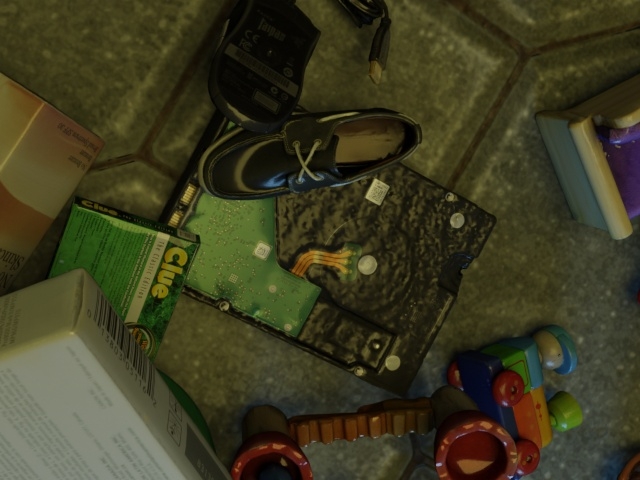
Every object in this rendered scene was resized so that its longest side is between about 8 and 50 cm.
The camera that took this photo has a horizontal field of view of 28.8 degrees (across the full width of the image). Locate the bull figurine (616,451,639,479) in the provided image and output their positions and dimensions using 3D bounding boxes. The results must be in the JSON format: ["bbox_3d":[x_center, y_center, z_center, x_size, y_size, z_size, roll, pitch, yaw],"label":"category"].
[{"bbox_3d":[0.491,0.377,1.583,0.188,0.101,0.310,-39,111,-13],"label":"bull figurine"}]

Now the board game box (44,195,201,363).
[{"bbox_3d":[-0.231,0.091,1.290,0.136,0.030,0.259,20,109,-14],"label":"board game box"}]

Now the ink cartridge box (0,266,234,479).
[{"bbox_3d":[-0.313,0.214,1.160,0.385,0.091,0.308,-19,127,13],"label":"ink cartridge box"}]

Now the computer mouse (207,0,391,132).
[{"bbox_3d":[-0.023,-0.189,1.293,0.184,0.060,0.262,27,55,-20],"label":"computer mouse"}]

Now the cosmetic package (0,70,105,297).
[{"bbox_3d":[-0.356,-0.019,1.185,0.129,0.153,0.296,33,89,16],"label":"cosmetic package"}]

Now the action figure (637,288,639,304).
[{"bbox_3d":[0.450,0.042,1.434,0.091,0.139,0.280,-19,147,-23],"label":"action figure"}]

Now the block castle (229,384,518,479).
[{"bbox_3d":[0.058,0.397,1.344,0.303,0.213,0.453,-5,105,-3],"label":"block castle"}]

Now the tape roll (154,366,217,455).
[{"bbox_3d":[-0.262,0.269,1.292,0.321,0.077,0.321,-4,111,-11],"label":"tape roll"}]

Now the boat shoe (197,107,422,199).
[{"bbox_3d":[-0.010,-0.091,1.280,0.233,0.079,0.084,-13,105,-14],"label":"boat shoe"}]

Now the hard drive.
[{"bbox_3d":[0.000,0.000,1.372,0.339,0.064,0.237,27,90,-21],"label":"hard drive"}]

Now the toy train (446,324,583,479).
[{"bbox_3d":[0.253,0.231,1.485,0.143,0.105,0.248,-22,106,-27],"label":"toy train"}]

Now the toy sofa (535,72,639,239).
[{"bbox_3d":[0.452,-0.147,1.438,0.363,0.177,0.150,-28,108,-12],"label":"toy sofa"}]
